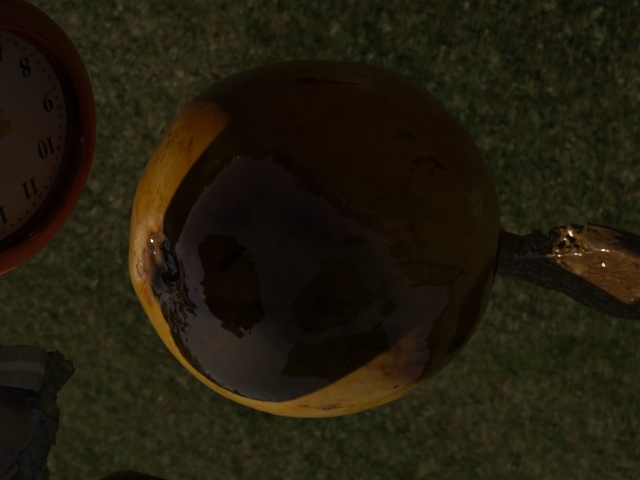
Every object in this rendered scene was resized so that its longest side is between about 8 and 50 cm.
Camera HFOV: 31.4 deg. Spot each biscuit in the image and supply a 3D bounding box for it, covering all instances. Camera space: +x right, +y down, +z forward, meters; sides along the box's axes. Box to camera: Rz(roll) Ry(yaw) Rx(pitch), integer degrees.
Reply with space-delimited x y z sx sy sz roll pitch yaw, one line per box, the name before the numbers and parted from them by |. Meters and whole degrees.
biscuit | 0.309 0.032 1.286 0.319 0.047 0.183 9 153 36

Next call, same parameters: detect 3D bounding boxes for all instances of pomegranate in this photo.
pomegranate | 0.000 0.000 0.797 0.264 0.264 0.264 12 138 11

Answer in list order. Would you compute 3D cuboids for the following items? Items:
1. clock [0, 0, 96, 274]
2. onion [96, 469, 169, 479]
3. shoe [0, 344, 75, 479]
clock | -0.241 -0.070 0.786 0.051 0.205 0.205 18 143 36
onion | -0.168 0.255 1.014 0.107 0.097 0.107 -3 126 -4
shoe | -0.234 0.195 0.625 0.198 0.172 0.351 4 125 -4
